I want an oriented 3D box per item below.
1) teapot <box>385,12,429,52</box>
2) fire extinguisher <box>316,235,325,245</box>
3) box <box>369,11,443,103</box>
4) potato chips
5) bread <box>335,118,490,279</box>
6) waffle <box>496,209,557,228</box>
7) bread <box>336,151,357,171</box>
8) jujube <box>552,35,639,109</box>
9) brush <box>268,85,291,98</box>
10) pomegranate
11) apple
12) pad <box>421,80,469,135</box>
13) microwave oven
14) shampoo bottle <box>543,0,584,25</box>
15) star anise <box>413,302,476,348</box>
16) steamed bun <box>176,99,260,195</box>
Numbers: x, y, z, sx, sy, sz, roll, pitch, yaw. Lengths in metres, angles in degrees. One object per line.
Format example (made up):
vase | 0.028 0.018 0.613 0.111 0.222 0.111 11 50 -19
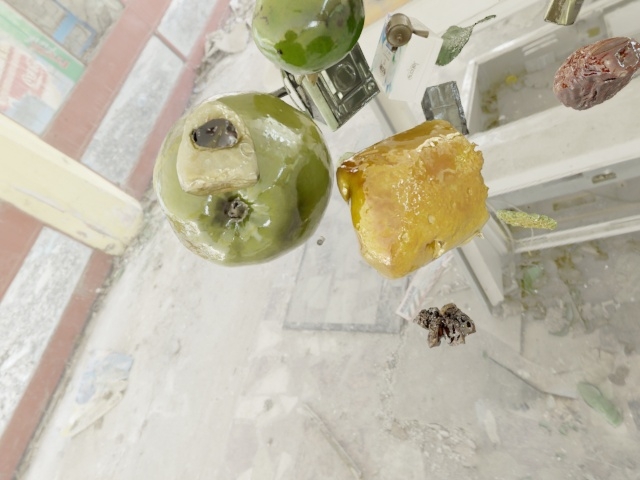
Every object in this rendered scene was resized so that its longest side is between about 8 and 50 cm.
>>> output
teapot | 0.219 -0.527 1.104 0.110 0.085 0.080 2 62 -1
fire extinguisher | 0.000 0.000 1.487 0.028 0.022 0.083 -5 10 8
box | 0.272 -0.605 1.427 0.274 0.116 0.203 -102 22 -49
potato chips | 0.469 -0.683 1.449 0.228 0.059 0.167 -43 33 15
bread | 0.237 -0.089 1.073 0.394 0.361 0.250 -28 12 -34
waffle | 0.679 -0.070 1.427 0.183 0.169 0.036 11 88 38
bread | 0.109 -0.286 1.735 0.110 0.103 0.156 38 114 30
jujube | 0.914 -0.556 1.438 0.216 0.216 0.342 -43 -2 11
brush | -0.226 -0.653 1.976 0.193 0.016 0.063 -32 59 -14
pomegranate | -0.017 -0.549 1.173 0.309 0.358 0.216 -32 70 -14
apple | -0.190 -0.148 1.112 0.473 0.473 0.474 -24 47 29
pad | 0.502 -0.527 1.773 0.174 0.022 0.233 -14 89 -6
microwave oven | 0.031 -0.727 1.883 0.333 0.394 0.247 -42 35 -9
shampoo bottle | 0.675 -0.740 1.091 0.084 0.350 0.125 31 45 26
star anise | 0.410 0.274 1.461 0.190 0.126 0.220 -14 17 -1
steamed bun | -0.191 -0.168 0.785 0.172 0.140 0.155 170 90 -78
